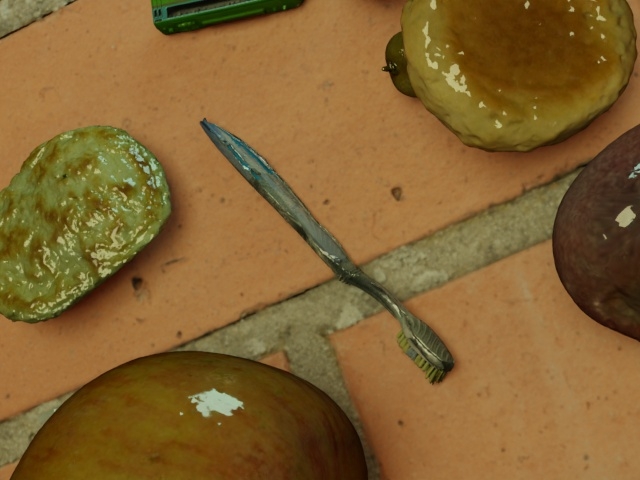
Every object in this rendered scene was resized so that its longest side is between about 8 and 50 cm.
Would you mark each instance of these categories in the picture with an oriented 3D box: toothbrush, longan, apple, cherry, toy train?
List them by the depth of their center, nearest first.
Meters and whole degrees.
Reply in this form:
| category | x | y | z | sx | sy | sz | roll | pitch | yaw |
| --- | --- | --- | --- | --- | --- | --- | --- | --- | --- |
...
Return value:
| category | x | y | z | sx | sy | sz | roll | pitch | yaw |
| --- | --- | --- | --- | --- | --- | --- | --- | --- | --- |
| apple | -0.138 | 0.301 | 1.338 | 0.333 | 0.400 | 0.400 | 1 | 81 | 24 |
| cherry | 0.353 | -0.009 | 1.347 | 0.239 | 0.206 | 0.239 | -5 | 46 | 5 |
| longan | 0.099 | -0.192 | 1.507 | 0.083 | 0.075 | 0.075 | -22 | 69 | -33 |
| toothbrush | 0.000 | 0.000 | 1.529 | 0.413 | 0.035 | 0.042 | 47 | 130 | 19 |
| toy train | -0.090 | -0.276 | 1.598 | 0.209 | 0.044 | 0.042 | -9 | 78 | 15 |

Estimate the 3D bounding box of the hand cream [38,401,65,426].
| category | x | y | z | sx | sy | sz | roll | pitch | yaw |
| --- | --- | --- | --- | --- | --- | --- | --- | --- | --- |
| hand cream | -0.268 | 0.286 | 1.567 | 0.052 | 0.038 | 0.216 | -16 | 69 | -11 |

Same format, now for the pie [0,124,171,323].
| category | x | y | z | sx | sy | sz | roll | pitch | yaw |
| --- | --- | --- | --- | --- | --- | --- | --- | --- | --- |
| pie | -0.283 | -0.021 | 1.593 | 0.248 | 0.090 | 0.201 | -37 | 62 | 8 |

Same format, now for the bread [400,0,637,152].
| category | x | y | z | sx | sy | sz | roll | pitch | yaw |
| --- | --- | --- | --- | --- | --- | --- | --- | --- | --- |
| bread | 0.196 | -0.203 | 1.432 | 0.244 | 0.134 | 0.244 | 1 | 82 | -5 |
